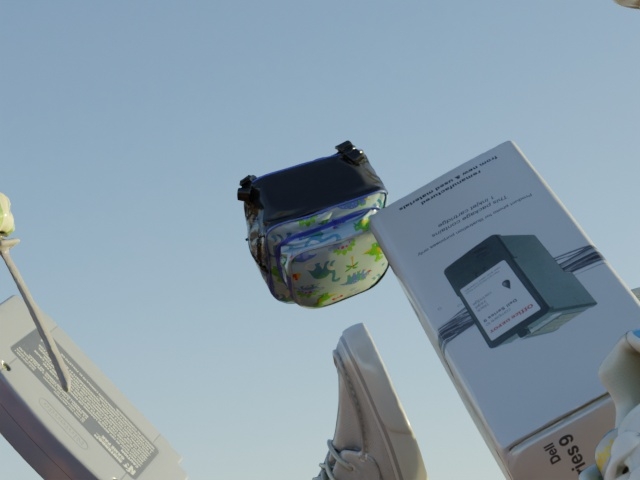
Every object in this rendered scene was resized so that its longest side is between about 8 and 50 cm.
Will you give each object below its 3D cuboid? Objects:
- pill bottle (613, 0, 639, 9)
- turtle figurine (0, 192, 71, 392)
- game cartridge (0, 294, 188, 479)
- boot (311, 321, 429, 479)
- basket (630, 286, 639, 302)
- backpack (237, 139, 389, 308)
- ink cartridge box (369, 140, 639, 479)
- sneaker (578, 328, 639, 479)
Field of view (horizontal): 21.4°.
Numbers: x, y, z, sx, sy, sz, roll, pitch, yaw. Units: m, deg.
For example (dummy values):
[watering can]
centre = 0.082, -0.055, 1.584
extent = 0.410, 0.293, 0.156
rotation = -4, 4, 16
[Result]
[pill bottle]
centre = 0.313, -0.308, 1.502
extent = 0.108, 0.193, 0.108
rotation = 1, -2, 0
[turtle figurine]
centre = -0.336, -0.017, 1.274
extent = 0.198, 0.266, 0.274
rotation = -28, -49, 29
[game cartridge]
centre = -0.281, 0.197, 1.884
extent = 0.062, 0.297, 0.198
rotation = -43, 1, 21
[boot]
centre = 0.025, 0.203, 1.396
extent = 0.123, 0.258, 0.095
rotation = -19, 14, -2
[basket]
centre = 0.292, 0.111, 1.505
extent = 0.167, 0.113, 0.103
rotation = -20, -54, 29
[backpack]
centre = 0.000, 0.000, 1.233
extent = 0.105, 0.084, 0.114
rotation = -20, -29, -11
[ink cartridge box]
centre = 0.159, 0.099, 1.097
extent = 0.121, 0.289, 0.211
rotation = -29, -58, 1
[sneaker]
centre = 0.170, 0.138, 0.804
extent = 0.092, 0.229, 0.087
rotation = 21, -49, -6
